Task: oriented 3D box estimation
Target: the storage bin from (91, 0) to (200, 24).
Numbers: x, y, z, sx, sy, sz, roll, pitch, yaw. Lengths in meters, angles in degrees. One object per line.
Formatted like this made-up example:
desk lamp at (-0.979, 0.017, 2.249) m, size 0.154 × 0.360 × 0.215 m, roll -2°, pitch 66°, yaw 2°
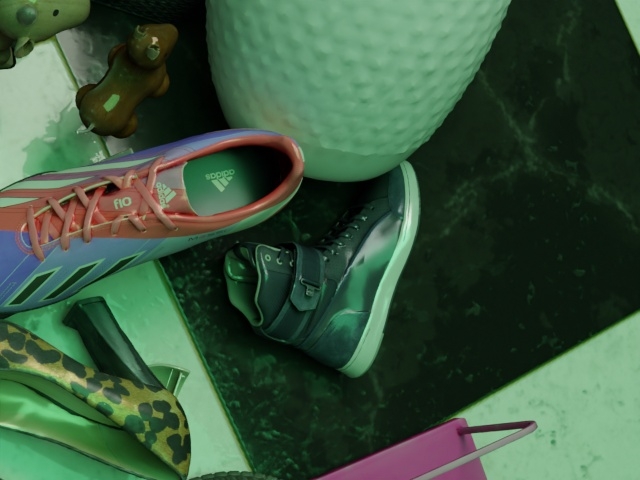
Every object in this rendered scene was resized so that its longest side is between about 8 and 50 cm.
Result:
storage bin at (-0.191, -0.293, 1.225) m, size 0.180 × 0.084 × 0.122 m, roll 16°, pitch 73°, yaw -22°

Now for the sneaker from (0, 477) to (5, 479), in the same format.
sneaker at (-0.306, 0.209, 1.081) m, size 0.162 × 0.073 × 0.063 m, roll 49°, pitch 35°, yaw 13°

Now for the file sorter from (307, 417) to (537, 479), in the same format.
file sorter at (0.138, 0.330, 1.197) m, size 0.202 × 0.182 × 0.290 m, roll -18°, pitch 88°, yaw -26°

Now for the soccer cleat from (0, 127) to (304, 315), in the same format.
soccer cleat at (-0.163, -0.025, 1.064) m, size 0.318 × 0.116 × 0.108 m, roll -18°, pitch 89°, yaw -19°

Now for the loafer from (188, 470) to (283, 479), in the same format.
loafer at (-0.122, 0.270, 1.153) m, size 0.251 × 0.094 × 0.087 m, roll -5°, pitch 107°, yaw -16°

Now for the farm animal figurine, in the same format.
farm animal figurine at (-0.276, -0.215, 1.058) m, size 0.327 × 0.172 × 0.330 m, roll -24°, pitch 96°, yaw -3°

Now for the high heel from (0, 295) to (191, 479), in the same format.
high heel at (-0.234, 0.156, 1.061) m, size 0.261 × 0.093 × 0.186 m, roll -20°, pitch 66°, yaw -41°

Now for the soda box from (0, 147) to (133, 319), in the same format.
soda box at (-0.268, 0.014, 1.128) m, size 0.263 × 0.083 × 0.092 m, roll -26°, pitch 90°, yaw -26°

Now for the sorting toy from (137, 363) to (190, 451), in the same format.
sorting toy at (-0.169, 0.147, 1.174) m, size 0.075 × 0.045 × 0.083 m, roll 21°, pitch 73°, yaw -11°

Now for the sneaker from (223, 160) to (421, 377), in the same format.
sneaker at (0.001, 0.000, 1.253) m, size 0.163 × 0.086 × 0.226 m, roll 23°, pitch 72°, yaw -22°

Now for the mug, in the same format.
mug at (0.051, -0.252, 1.209) m, size 0.276 × 0.328 × 0.374 m, roll 24°, pitch 32°, yaw 11°
